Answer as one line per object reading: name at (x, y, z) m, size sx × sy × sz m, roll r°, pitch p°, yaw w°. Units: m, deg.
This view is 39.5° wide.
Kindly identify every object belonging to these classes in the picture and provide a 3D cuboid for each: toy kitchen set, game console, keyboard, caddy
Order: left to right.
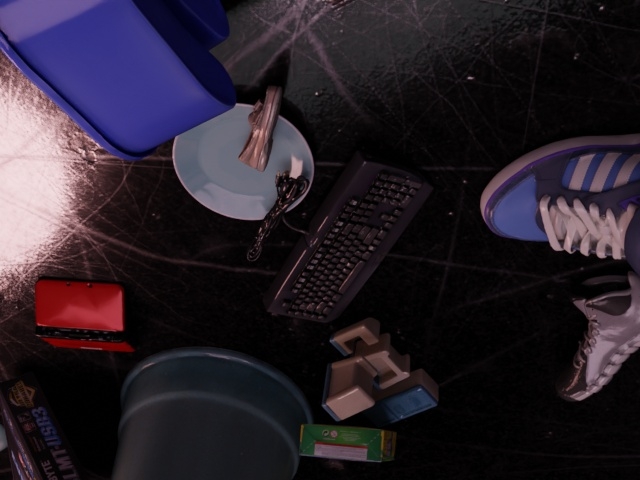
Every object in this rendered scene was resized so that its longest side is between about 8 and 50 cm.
game console at (-0.370, 0.121, 1.415) m, size 0.144 × 0.085 × 0.124 m, roll 4°, pitch 162°, yaw 6°
caddy at (-0.231, -0.237, 0.920) m, size 0.179 × 0.241 × 0.341 m, roll -21°, pitch 143°, yaw 15°
keyboard at (0.000, 0.000, 1.226) m, size 0.201 × 0.033 × 0.317 m, roll 17°, pitch 131°, yaw -19°
toy kitchen set at (0.073, 0.244, 1.354) m, size 0.122 × 0.166 × 0.207 m, roll -27°, pitch 121°, yaw 27°

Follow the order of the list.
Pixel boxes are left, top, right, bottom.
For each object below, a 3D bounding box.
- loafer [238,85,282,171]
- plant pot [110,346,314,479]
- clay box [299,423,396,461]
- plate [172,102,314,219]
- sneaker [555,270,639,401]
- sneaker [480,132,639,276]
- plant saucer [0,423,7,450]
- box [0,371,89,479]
loafer at (-0.076, -0.138, 1.099) m, size 0.039 × 0.045 × 0.125 m, roll 17°, pitch 133°, yaw 2°
plant pot at (-0.196, 0.406, 1.423) m, size 0.341 × 0.334 × 0.341 m, roll 4°, pitch 130°, yaw 4°
clay box at (0.050, 0.324, 1.425) m, size 0.127 × 0.053 × 0.222 m, roll 2°, pitch 167°, yaw 11°
plate at (-0.100, -0.106, 1.174) m, size 0.188 × 0.024 × 0.188 m, roll 4°, pitch 130°, yaw 5°
sneaker at (0.385, 0.124, 1.272) m, size 0.132 × 0.086 × 0.228 m, roll 33°, pitch 117°, yaw -13°
sneaker at (0.349, -0.014, 1.046) m, size 0.323 × 0.236 × 0.130 m, roll -13°, pitch 127°, yaw 18°
plant saucer at (-0.639, 0.365, 1.657) m, size 0.119 × 0.021 × 0.119 m, roll 4°, pitch 130°, yaw 5°
box at (-0.459, 0.425, 1.526) m, size 0.073 × 0.295 × 0.293 m, roll -19°, pitch 139°, yaw -29°
